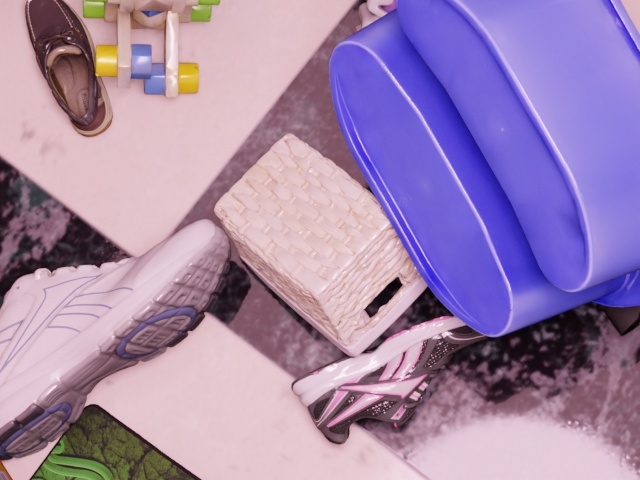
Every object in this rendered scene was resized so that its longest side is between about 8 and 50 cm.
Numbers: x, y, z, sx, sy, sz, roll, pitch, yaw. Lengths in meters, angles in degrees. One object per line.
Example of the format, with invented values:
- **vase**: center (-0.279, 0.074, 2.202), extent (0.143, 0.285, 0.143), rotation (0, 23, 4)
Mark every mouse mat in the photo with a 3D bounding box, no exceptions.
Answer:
- **mouse mat**: center (-0.189, 0.239, 1.610), extent (0.189, 0.007, 0.153), rotation (29, 78, 39)

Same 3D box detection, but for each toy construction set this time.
- **toy construction set**: center (-0.165, -0.308, 1.685), extent (0.151, 0.215, 0.328), rotation (-14, 72, -11)

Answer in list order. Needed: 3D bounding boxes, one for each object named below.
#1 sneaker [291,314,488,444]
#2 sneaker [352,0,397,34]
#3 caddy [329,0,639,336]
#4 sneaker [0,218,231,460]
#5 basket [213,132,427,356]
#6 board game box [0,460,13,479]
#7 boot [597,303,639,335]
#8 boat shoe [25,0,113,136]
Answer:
- **sneaker**: center (0.069, 0.123, 1.638), extent (0.178, 0.072, 0.077), rotation (-25, 87, 7)
- **sneaker**: center (0.093, -0.223, 1.663), extent (0.104, 0.095, 0.236), rotation (9, 118, -6)
- **caddy**: center (0.168, -0.091, 1.494), extent (0.179, 0.241, 0.341), rotation (-26, 84, -36)
- **sneaker**: center (-0.212, 0.067, 1.634), extent (0.297, 0.111, 0.129), rotation (-36, 68, 5)
- **basket**: center (0.000, 0.000, 1.616), extent (0.113, 0.103, 0.167), rotation (-46, 52, -7)
- **board game box**: center (-0.491, 0.197, 1.447), extent (0.356, 0.356, 0.356), rotation (-36, 77, 2)
- **boot**: center (0.307, -0.113, 1.632), extent (0.348, 0.131, 0.260), rotation (-37, 77, -4)
- **boat shoe**: center (-0.236, -0.171, 1.732), extent (0.056, 0.049, 0.152), rotation (-27, 76, -2)
